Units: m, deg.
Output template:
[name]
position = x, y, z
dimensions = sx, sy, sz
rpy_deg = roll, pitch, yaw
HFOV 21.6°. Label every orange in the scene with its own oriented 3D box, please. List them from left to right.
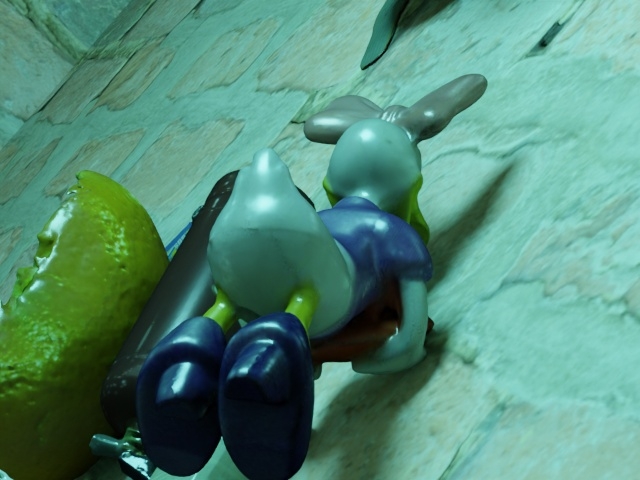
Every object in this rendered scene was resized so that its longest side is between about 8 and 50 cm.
[orange]
position = -0.251, 0.104, 1.569
dimensions = 0.334, 0.196, 0.262
rpy_deg = -49, -20, -21

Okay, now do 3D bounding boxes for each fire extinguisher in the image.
[fire extinguisher]
position = -0.097, 0.089, 1.454
dimensions = 0.135, 0.114, 0.337
rpy_deg = 12, 48, 17

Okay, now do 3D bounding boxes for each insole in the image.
[insole]
position = 0.078, -0.254, 1.925
dimensions = 0.064, 0.004, 0.188
rpy_deg = -34, 22, 37

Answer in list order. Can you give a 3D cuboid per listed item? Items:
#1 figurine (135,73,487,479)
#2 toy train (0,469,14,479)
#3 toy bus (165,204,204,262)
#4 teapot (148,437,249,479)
[figurine]
position = -0.001, 0.006, 1.235
dimensions = 0.154, 0.193, 0.421
rpy_deg = -5, 21, 30
[toy train]
position = -0.254, 0.250, 1.317
dimensions = 0.083, 0.204, 0.131
rpy_deg = -38, 25, 26
[toy bus]
position = -0.133, 0.013, 1.775
dimensions = 0.153, 0.051, 0.061
rpy_deg = -46, 24, 4
[teapot]
position = -0.078, 0.195, 1.246
dimensions = 0.107, 0.077, 0.200
rpy_deg = -2, 46, 47
